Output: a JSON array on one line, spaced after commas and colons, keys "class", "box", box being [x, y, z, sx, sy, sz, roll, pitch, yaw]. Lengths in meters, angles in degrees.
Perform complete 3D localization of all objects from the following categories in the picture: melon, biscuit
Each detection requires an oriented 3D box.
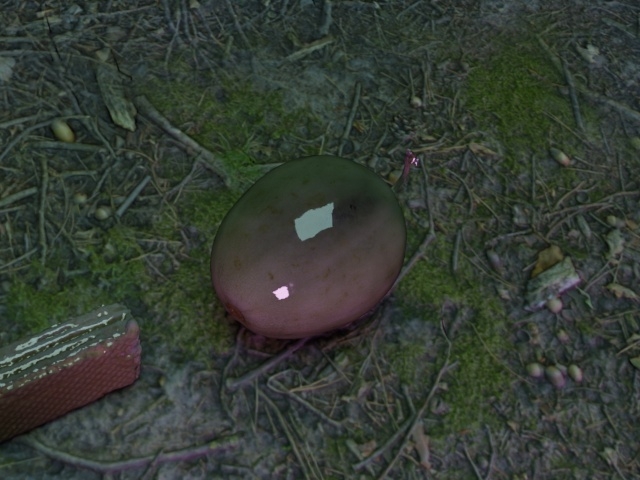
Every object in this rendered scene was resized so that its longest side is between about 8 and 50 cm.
[{"class": "melon", "box": [-0.013, 0.007, 1.538, 0.307, 0.272, 0.272, -11, 55, -24]}, {"class": "biscuit", "box": [-0.436, 0.207, 1.380, 0.426, 0.144, 0.078, -22, 59, -25]}]
